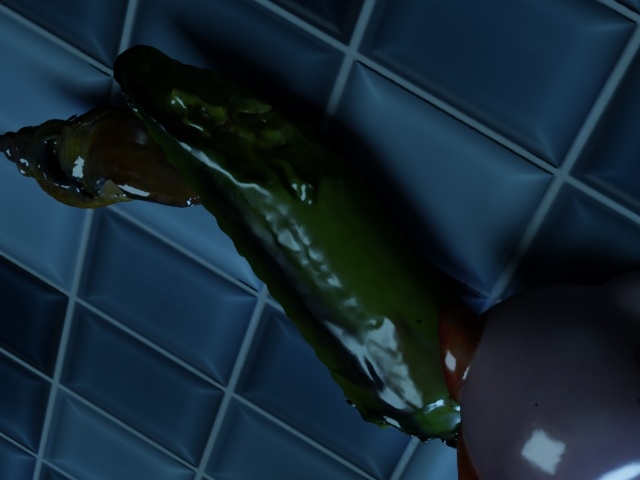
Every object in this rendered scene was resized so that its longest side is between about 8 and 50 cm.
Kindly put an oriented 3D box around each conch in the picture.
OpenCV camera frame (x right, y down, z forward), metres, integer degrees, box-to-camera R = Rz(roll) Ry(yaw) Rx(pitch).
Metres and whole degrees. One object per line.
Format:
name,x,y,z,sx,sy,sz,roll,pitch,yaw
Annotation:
conch,-0.138,-0.063,1.510,0.232,0.086,0.080,2,95,22

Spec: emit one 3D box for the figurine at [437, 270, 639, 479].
figurine,0.176,0.113,1.375,0.173,0.173,0.173,23,144,18

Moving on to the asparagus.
asparagus,0.000,0.000,1.434,0.382,0.108,0.128,52,158,-23
